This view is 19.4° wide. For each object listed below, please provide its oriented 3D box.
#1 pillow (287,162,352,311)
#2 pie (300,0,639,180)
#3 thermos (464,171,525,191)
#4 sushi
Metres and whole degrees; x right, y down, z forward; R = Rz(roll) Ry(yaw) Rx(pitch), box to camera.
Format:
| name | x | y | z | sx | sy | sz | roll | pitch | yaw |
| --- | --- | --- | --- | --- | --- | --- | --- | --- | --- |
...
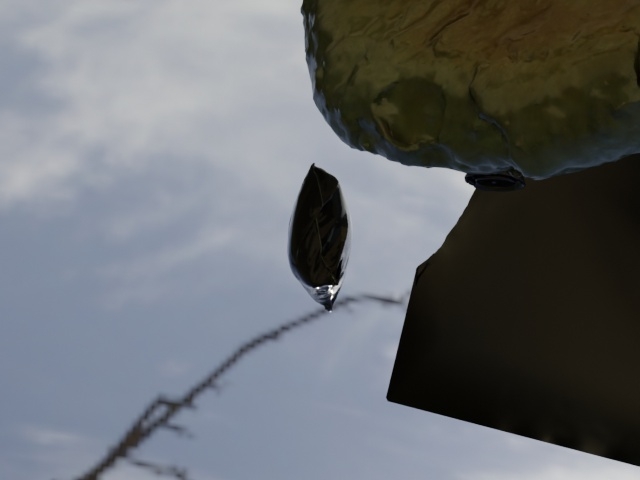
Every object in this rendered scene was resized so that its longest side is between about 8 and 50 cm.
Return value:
| name | x | y | z | sx | sy | sz | roll | pitch | yaw |
| --- | --- | --- | --- | --- | --- | --- | --- | --- | --- |
| pillow | -0.001 | 0.000 | 1.378 | 0.048 | 0.090 | 0.150 | 10 | 174 | 2 |
| pie | 0.116 | -0.138 | 0.852 | 0.306 | 0.071 | 0.306 | -23 | -142 | 20 |
| thermos | 0.107 | -0.118 | 0.997 | 0.083 | 0.187 | 0.073 | 7 | 166 | 1 |
| sushi | 0.197 | 0.022 | 1.200 | 0.215 | 0.227 | 0.212 | 13 | 178 | 25 |
